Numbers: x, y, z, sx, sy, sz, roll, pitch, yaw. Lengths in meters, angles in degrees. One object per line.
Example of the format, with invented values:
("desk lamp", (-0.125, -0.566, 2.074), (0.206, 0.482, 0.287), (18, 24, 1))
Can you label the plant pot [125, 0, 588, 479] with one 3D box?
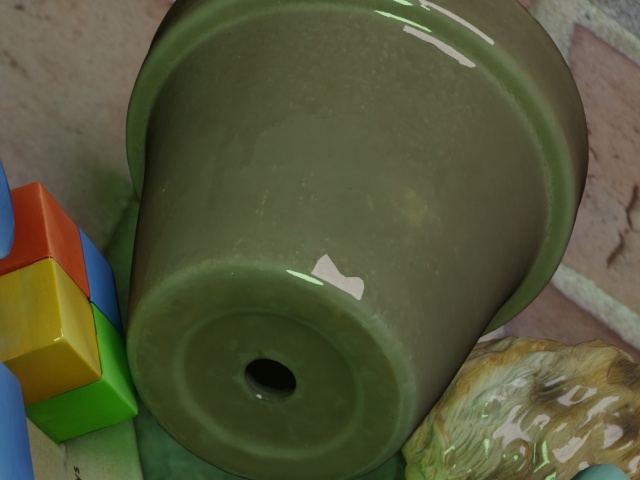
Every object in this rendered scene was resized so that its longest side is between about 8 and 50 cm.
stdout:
("plant pot", (0.000, 0.000, 0.996), (0.263, 0.263, 0.229), (36, 37, -11))

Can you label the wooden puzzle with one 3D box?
("wooden puzzle", (-0.149, 0.068, 0.837), (0.348, 0.080, 0.322), (51, 22, -55))

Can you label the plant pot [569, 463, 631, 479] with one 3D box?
("plant pot", (0.073, 0.297, 0.832), (0.252, 0.247, 0.248), (-34, 81, -34))

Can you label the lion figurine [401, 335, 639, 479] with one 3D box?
("lion figurine", (0.224, 0.199, 1.124), (0.392, 0.142, 0.240), (51, 46, 1))
